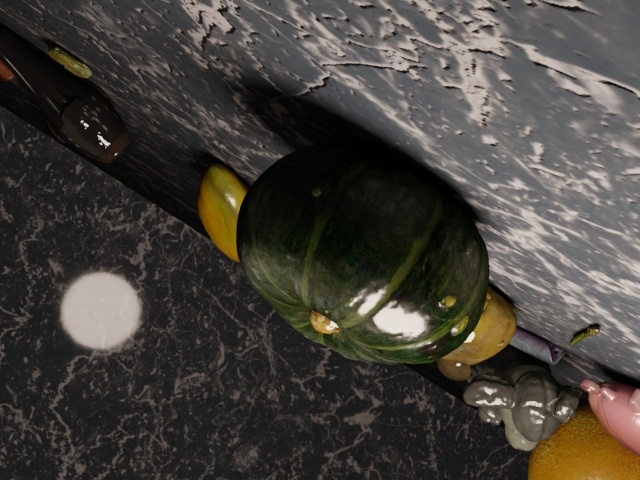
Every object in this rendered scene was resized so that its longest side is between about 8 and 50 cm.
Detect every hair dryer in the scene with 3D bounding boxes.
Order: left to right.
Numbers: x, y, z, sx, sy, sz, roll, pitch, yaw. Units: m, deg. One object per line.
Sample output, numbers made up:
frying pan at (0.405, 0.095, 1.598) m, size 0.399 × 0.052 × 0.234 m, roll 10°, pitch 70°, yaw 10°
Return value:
hair dryer at (-0.487, -0.273, 1.820) m, size 0.303 × 0.120 × 0.359 m, roll 41°, pitch 180°, yaw -7°

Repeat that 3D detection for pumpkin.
pumpkin at (0.052, 0.018, 1.068) m, size 0.300 × 0.207 × 0.300 m, roll 31°, pitch 158°, yaw 14°

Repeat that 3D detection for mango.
mango at (-0.164, -0.049, 1.797) m, size 0.176 × 0.119 × 0.317 m, roll 50°, pitch 168°, yaw 22°

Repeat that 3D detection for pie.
pie at (-0.424, -0.301, 1.578) m, size 0.084 × 0.020 × 0.084 m, roll 31°, pitch 175°, yaw 3°

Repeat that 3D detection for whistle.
whistle at (0.315, 0.155, 1.527) m, size 0.176 × 0.033 × 0.033 m, roll 26°, pitch 171°, yaw 36°

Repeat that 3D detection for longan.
longan at (0.300, 0.245, 1.975) m, size 0.119 × 0.106 × 0.106 m, roll -12°, pitch -164°, yaw -28°

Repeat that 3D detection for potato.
potato at (0.209, 0.116, 1.358) m, size 0.176 × 0.137 × 0.137 m, roll 34°, pitch 172°, yaw -31°

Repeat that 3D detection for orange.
orange at (0.510, 0.436, 1.707) m, size 0.274 × 0.274 × 0.274 m, roll 31°, pitch 173°, yaw 5°

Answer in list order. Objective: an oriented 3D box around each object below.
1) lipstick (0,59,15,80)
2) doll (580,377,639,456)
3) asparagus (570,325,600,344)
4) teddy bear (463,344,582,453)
lipstick at (-0.681, -0.399, 1.735) m, size 0.081 × 0.081 × 0.299 m, roll 25°, pitch 169°, yaw 43°
doll at (0.501, 0.283, 1.391) m, size 0.262 × 0.093 × 0.211 m, roll 31°, pitch 169°, yaw 10°
asparagus at (0.356, 0.128, 1.264) m, size 0.166 × 0.013 × 0.016 m, roll 70°, pitch -177°, yaw -77°
teddy bear at (0.308, 0.257, 1.512) m, size 0.171 × 0.144 × 0.251 m, roll 9°, pitch -167°, yaw 1°
